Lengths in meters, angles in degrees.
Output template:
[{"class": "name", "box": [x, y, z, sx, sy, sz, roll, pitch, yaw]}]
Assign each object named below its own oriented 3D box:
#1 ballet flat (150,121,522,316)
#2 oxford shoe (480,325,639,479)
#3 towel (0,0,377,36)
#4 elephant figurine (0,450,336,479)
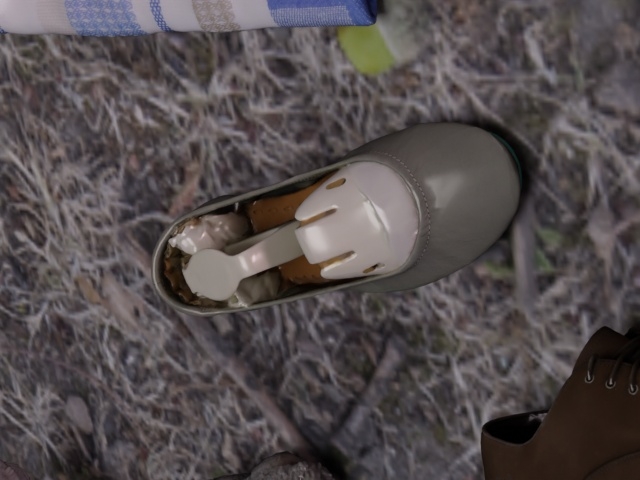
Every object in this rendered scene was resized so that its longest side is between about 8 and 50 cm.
[{"class": "ballet flat", "box": [0.000, 0.000, 0.849, 0.213, 0.068, 0.072, -16, 97, 45]}, {"class": "oxford shoe", "box": [0.144, 0.077, 0.743, 0.227, 0.083, 0.096, -26, 85, 45]}, {"class": "towel", "box": [-0.099, -0.200, 0.879, 0.285, 0.034, 0.209, 6, 112, 41]}, {"class": "elephant figurine", "box": [-0.104, 0.216, 0.994, 0.239, 0.169, 0.186, 6, 142, 25]}]
